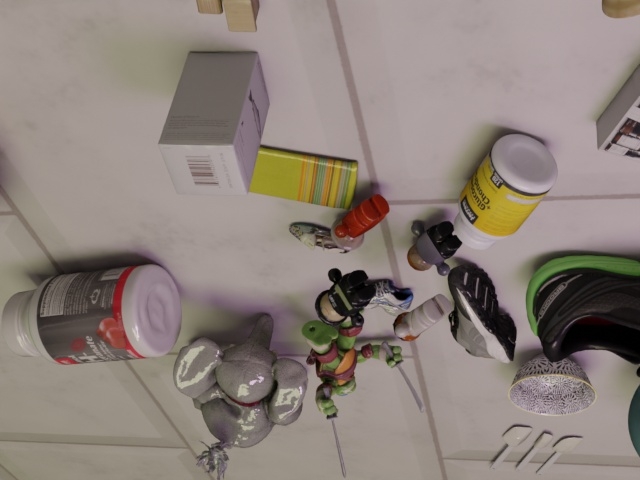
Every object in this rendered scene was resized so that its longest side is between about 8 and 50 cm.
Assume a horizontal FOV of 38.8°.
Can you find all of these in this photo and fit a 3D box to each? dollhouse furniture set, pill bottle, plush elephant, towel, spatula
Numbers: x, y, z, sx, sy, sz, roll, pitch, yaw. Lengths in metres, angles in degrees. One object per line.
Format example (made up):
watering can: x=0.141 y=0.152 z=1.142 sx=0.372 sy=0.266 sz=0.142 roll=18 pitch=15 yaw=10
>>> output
dollhouse furniture set: x=-0.179 y=-0.316 z=1.117 sx=0.181 sy=0.101 sz=0.161 roll=3 pitch=144 yaw=8
pill bottle: x=-0.443 y=0.147 z=1.741 sx=0.318 sy=0.176 sz=0.176 roll=-7 pitch=141 yaw=22
plush elephant: x=-0.148 y=0.270 z=1.790 sx=0.271 sy=0.330 sz=0.255 roll=20 pitch=125 yaw=-3
towel: x=-0.060 y=-0.108 z=1.445 sx=0.237 sy=0.021 sz=0.102 roll=10 pitch=139 yaw=0
pill bottle: x=0.268 y=-0.065 z=1.354 sx=0.103 sy=0.103 sz=0.184 roll=16 pitch=143 yaw=-8
spatula: x=0.496 y=0.501 z=2.147 sx=0.168 sy=0.019 sz=0.242 roll=7 pitch=145 yaw=-6

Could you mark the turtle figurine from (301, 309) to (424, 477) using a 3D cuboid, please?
turtle figurine: x=0.074 y=0.246 z=1.734 sx=0.197 sy=0.275 sz=0.266 roll=-18 pitch=134 yaw=-3

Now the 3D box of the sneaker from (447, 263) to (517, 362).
sneaker: x=0.273 y=0.141 z=1.642 sx=0.108 sy=0.100 sz=0.271 roll=-4 pitch=142 yaw=26

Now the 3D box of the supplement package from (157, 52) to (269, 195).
supplement package: x=-0.142 y=-0.162 z=1.251 sx=0.105 sy=0.179 sz=0.105 roll=1 pitch=143 yaw=11

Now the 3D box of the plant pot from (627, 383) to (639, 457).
plant pot: x=0.709 y=0.333 z=1.656 sx=0.293 sy=0.293 sz=0.235 roll=20 pitch=156 yaw=-14

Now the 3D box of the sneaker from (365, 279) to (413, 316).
sneaker: x=0.109 y=0.094 z=1.662 sx=0.135 sy=0.052 sz=0.058 roll=13 pitch=135 yaw=-18

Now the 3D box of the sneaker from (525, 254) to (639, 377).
sneaker: x=0.578 y=0.127 z=1.461 sx=0.482 sy=0.202 sz=0.185 roll=-7 pitch=141 yaw=22

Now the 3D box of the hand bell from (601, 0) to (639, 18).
hand bell: x=0.300 y=-0.370 z=0.962 sx=0.126 sy=0.126 sz=0.242 roll=-23 pitch=121 yaw=36

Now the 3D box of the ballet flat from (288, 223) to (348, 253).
ballet flat: x=0.000 y=0.000 z=1.558 sx=0.114 sy=0.041 sz=0.041 roll=12 pitch=144 yaw=-3

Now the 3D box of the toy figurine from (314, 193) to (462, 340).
toy figurine: x=0.108 y=0.053 z=1.465 sx=0.209 sy=0.213 sz=0.148 roll=17 pitch=154 yaw=-15

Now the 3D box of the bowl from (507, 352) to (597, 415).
bowl: x=0.455 y=0.272 z=1.789 sx=0.170 sy=0.080 sz=0.170 roll=6 pitch=144 yaw=4

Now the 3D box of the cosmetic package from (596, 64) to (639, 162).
cosmetic package: x=0.458 y=-0.196 z=1.172 sx=0.098 sy=0.060 sz=0.239 roll=14 pitch=144 yaw=-7
